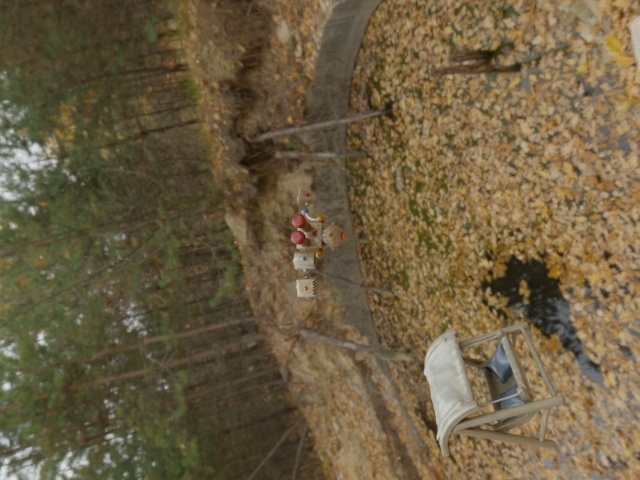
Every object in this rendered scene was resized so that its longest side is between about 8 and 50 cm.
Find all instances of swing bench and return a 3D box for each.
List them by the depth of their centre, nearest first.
[{"bbox_3d":[0.378,0.333,1.222,0.253,0.254,0.165,-88,-7,-60],"label":"swing bench"}]

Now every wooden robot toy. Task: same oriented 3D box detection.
[{"bbox_3d":[0.000,0.000,0.825,0.076,0.079,0.173,51,-141,-75],"label":"wooden robot toy"}]
